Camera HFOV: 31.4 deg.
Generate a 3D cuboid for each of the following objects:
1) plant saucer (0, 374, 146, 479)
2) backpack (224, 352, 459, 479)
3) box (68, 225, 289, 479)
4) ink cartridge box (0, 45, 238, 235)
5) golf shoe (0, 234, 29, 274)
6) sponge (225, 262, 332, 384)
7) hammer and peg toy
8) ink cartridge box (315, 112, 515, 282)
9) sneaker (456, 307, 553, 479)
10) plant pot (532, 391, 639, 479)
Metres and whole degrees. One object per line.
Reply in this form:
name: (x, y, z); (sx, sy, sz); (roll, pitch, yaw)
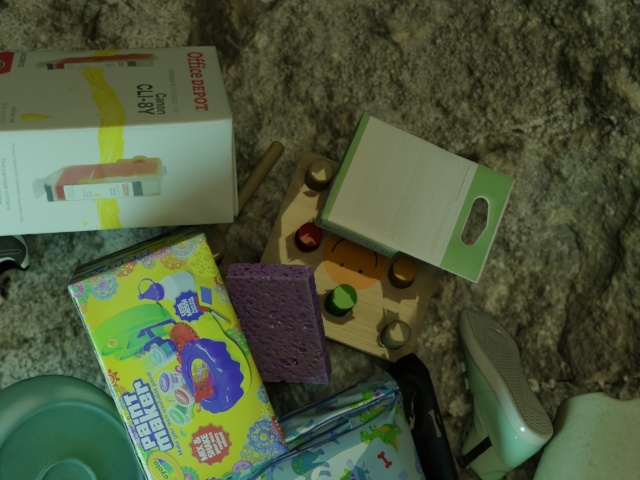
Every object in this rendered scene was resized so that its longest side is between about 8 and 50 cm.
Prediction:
plant saucer: (-0.338, 0.333, 1.477); (0.318, 0.044, 0.317); (10, 77, -47)
backpack: (0.012, 0.350, 1.527); (0.356, 0.273, 0.290); (-15, 99, 2)
box: (-0.189, 0.147, 1.476); (0.177, 0.279, 0.290); (-22, 97, -8)
ink cartridge box: (-0.316, -0.144, 1.556); (0.385, 0.279, 0.160); (-3, 120, -9)
golf shoe: (-0.506, 0.044, 1.602); (0.198, 0.077, 0.094); (-28, 83, -11)
sponge: (-0.055, 0.118, 1.574); (0.117, 0.210, 0.031); (2, 42, 14)
hammer and peg toy: (0.000, 0.000, 1.651); (0.361, 0.127, 0.266); (22, 75, -2)
ink cartridge box: (0.133, -0.054, 1.591); (0.235, 0.056, 0.171); (24, 74, -5)
sneaker: (0.227, 0.225, 1.648); (0.094, 0.151, 0.256); (15, 38, -31)
plant pot: (0.402, 0.385, 1.542); (0.334, 0.334, 0.305); (19, 64, -3)
